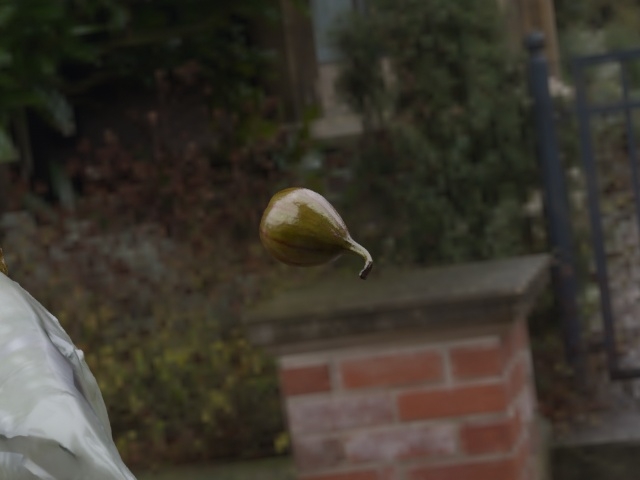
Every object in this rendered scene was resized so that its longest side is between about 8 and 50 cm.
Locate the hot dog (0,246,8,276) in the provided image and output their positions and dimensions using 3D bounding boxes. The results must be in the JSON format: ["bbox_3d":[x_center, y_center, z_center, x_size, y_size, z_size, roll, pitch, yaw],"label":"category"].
[{"bbox_3d":[-0.335,-0.014,1.206,0.262,0.123,0.093,11,30,9],"label":"hot dog"}]

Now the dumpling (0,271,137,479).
[{"bbox_3d":[-0.180,0.141,0.773,0.395,0.315,0.233,-4,31,36],"label":"dumpling"}]

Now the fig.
[{"bbox_3d":[0.000,0.000,1.192,0.083,0.050,0.050,29,21,24],"label":"fig"}]
